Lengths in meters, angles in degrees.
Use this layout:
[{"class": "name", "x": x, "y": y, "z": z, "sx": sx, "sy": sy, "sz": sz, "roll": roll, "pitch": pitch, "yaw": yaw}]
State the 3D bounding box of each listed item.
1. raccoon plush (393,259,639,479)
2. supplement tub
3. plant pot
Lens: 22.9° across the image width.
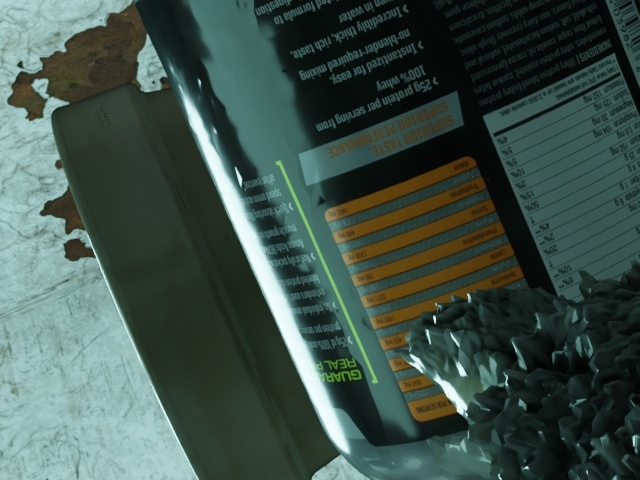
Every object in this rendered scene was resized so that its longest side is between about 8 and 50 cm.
[{"class": "raccoon plush", "x": 0.150, "y": 0.023, "z": 0.314, "sx": 0.446, "sy": 0.216, "sz": 0.299, "roll": 111, "pitch": 159, "yaw": -44}, {"class": "supplement tub", "x": 0.056, "y": -0.034, "z": 0.643, "sx": 0.193, "sy": 0.194, "sz": 0.316, "roll": -131, "pitch": 18, "yaw": -81}, {"class": "plant pot", "x": 0.000, "y": 0.000, "z": 1.123, "sx": 0.323, "sy": 0.280, "sz": 0.323, "roll": 155, "pitch": 90, "yaw": -88}]
